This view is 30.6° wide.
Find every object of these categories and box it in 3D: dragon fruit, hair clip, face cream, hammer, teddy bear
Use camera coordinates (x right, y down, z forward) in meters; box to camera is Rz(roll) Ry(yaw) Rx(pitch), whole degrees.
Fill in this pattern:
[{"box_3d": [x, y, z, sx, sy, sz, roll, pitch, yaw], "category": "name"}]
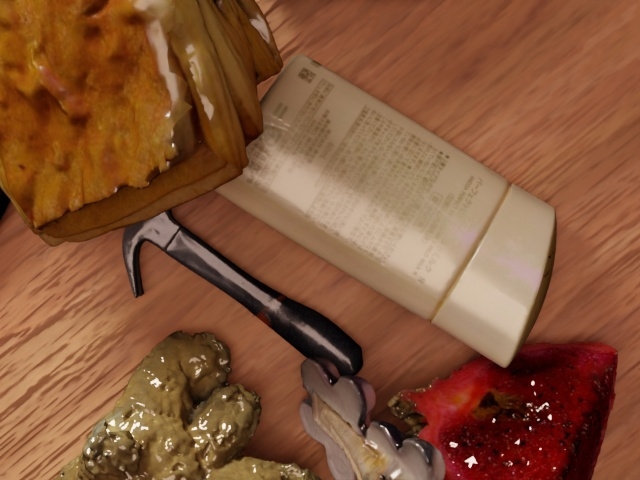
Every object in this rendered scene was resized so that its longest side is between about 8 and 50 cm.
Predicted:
[{"box_3d": [0.171, 0.207, 1.167, 0.211, 0.262, 0.134, 22, 138, 23], "category": "dragon fruit"}, {"box_3d": [0.046, 0.211, 1.127, 0.075, 0.257, 0.146, -17, 123, -18], "category": "hair clip"}, {"box_3d": [0.080, -0.033, 1.179, 0.348, 0.081, 0.173, 31, 77, 2], "category": "face cream"}, {"box_3d": [-0.080, 0.057, 1.222, 0.290, 0.037, 0.137, 37, 94, 2], "category": "hammer"}, {"box_3d": [-0.126, 0.255, 1.179, 0.256, 0.156, 0.267, 36, 93, 0], "category": "teddy bear"}]

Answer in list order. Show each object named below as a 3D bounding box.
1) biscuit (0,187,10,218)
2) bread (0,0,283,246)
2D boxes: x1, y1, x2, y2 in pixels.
[{"box_3d": [-0.505, -0.138, 1.218, 0.407, 0.091, 0.407, 0, 92, 4], "category": "biscuit"}, {"box_3d": [-0.204, -0.205, 1.097, 0.314, 0.191, 0.370, -16, 100, 39], "category": "bread"}]
